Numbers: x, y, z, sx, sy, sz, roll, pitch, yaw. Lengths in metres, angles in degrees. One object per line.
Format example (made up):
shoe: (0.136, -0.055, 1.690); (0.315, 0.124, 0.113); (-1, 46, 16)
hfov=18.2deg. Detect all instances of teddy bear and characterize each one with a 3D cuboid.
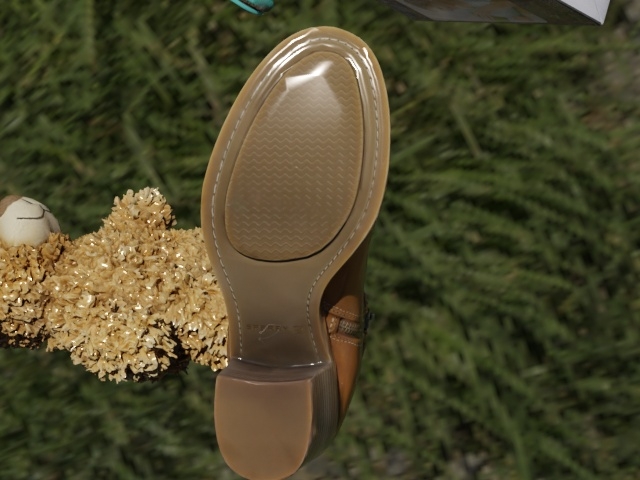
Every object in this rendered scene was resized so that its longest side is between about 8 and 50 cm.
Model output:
teddy bear: (-0.139, 0.033, 1.583); (0.338, 0.113, 0.245); (18, 38, 17)

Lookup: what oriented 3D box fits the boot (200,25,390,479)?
boot: (0.000, 0.000, 1.265); (0.109, 0.220, 0.283); (4, 100, 9)

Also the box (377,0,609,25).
box: (0.195, -0.328, 2.178); (0.087, 0.290, 0.169); (21, 81, -42)

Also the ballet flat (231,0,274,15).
ballet flat: (-0.141, -0.307, 1.918); (0.247, 0.083, 0.087); (29, 98, 8)
